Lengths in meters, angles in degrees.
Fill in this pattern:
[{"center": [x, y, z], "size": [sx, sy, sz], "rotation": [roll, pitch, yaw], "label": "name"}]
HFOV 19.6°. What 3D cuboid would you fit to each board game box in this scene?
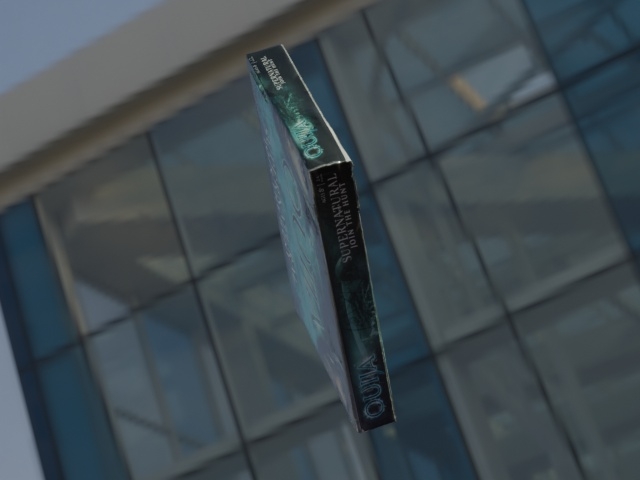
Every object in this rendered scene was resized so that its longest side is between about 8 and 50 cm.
[{"center": [0.000, 0.000, 1.035], "size": [0.026, 0.126, 0.186], "rotation": [-17, -53, -8], "label": "board game box"}]
